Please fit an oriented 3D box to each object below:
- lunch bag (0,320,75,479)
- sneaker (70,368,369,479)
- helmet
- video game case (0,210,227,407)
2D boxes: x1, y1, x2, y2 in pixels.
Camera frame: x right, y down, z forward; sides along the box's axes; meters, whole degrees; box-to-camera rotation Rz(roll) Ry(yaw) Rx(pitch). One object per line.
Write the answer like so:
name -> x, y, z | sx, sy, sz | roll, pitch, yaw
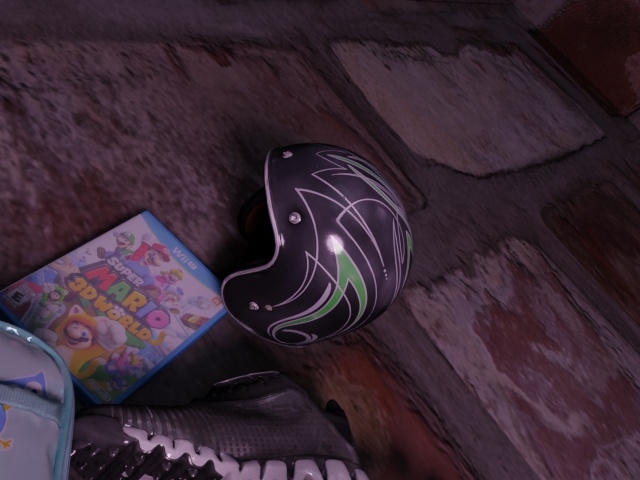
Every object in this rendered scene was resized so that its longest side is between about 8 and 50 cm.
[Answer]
lunch bag -> -0.263, 0.119, 0.292 | 0.279, 0.108, 0.224 | 18, 43, -27
sneaker -> -0.065, 0.138, 0.472 | 0.234, 0.078, 0.106 | 21, 39, -29
helmet -> 0.000, 0.000, 0.575 | 0.169, 0.161, 0.169 | 32, 32, -23
video game case -> -0.156, 0.050, 0.527 | 0.119, 0.015, 0.166 | 43, 37, 4
